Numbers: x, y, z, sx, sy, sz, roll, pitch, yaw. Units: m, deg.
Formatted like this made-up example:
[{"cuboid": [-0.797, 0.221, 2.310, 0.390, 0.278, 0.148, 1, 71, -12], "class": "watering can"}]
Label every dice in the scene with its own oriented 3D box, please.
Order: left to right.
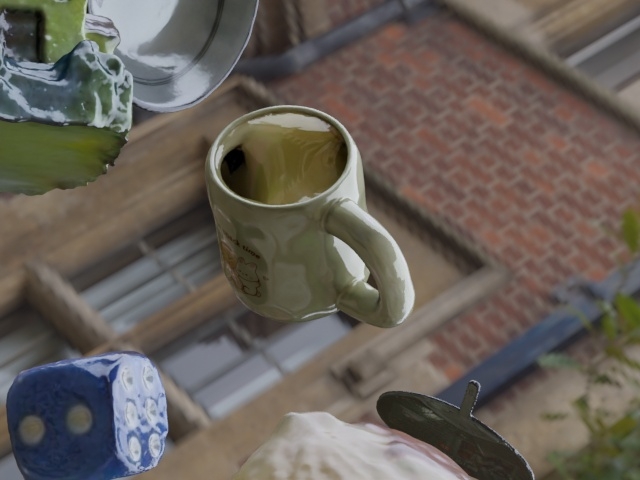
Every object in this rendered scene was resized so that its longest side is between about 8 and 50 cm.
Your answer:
[{"cuboid": [-0.267, 0.204, 1.958, 0.146, 0.146, 0.143, -10, -94, 21], "class": "dice"}]

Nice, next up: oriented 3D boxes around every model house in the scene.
[{"cuboid": [-0.217, -0.147, 1.045, 0.170, 0.194, 0.211, 137, -47, -67], "class": "model house"}]

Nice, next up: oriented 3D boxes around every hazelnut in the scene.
[{"cuboid": [0.023, 0.260, 1.469, 0.261, 0.261, 0.241, -4, -77, 61], "class": "hazelnut"}]

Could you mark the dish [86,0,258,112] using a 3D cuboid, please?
[{"cuboid": [-0.212, -0.318, 2.118, 0.106, 0.316, 0.316, 12, -51, 39], "class": "dish"}]

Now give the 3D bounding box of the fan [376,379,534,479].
[{"cuboid": [0.195, 0.254, 2.172, 0.223, 0.012, 0.294, 40, -24, -16], "class": "fan"}]

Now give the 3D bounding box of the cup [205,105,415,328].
[{"cuboid": [0.006, -0.015, 1.882, 0.255, 0.173, 0.202, 13, -39, 20], "class": "cup"}]
